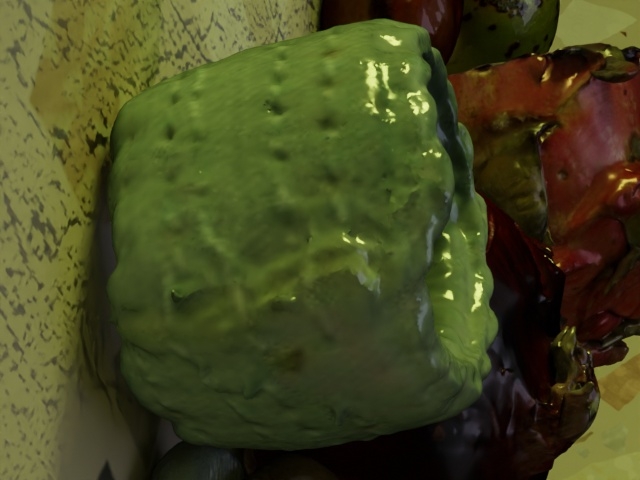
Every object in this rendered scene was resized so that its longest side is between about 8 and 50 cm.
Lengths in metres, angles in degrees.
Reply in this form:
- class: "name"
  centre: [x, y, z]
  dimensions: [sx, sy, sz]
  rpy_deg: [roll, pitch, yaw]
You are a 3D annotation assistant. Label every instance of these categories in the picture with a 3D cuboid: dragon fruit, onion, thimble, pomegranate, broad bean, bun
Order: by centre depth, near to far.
- class: "thimble"
  centre: [0.000, 0.000, 0.704]
  dimensions: [0.250, 0.172, 0.205]
  rpy_deg: [-54, 131, -71]
- class: "bun"
  centre: [-0.067, 0.142, 0.730]
  dimensions: [0.083, 0.045, 0.083]
  rpy_deg: [-8, 90, -73]
- class: "onion"
  centre: [0.076, 0.111, 0.948]
  dimensions: [0.314, 0.232, 0.314]
  rpy_deg: [-34, 129, -56]
- class: "dragon fruit"
  centre: [0.161, -0.002, 1.181]
  dimensions: [0.314, 0.296, 0.263]
  rpy_deg: [60, 20, -84]
- class: "broad bean"
  centre: [0.069, -0.215, 1.225]
  dimensions: [0.228, 0.122, 0.156]
  rpy_deg: [-69, 153, -53]
- class: "pomegranate"
  centre: [0.133, -0.239, 1.459]
  dimensions: [0.198, 0.246, 0.198]
  rpy_deg: [54, -21, 33]

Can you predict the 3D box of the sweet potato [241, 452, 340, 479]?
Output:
- class: "sweet potato"
  centre: [0.029, 0.181, 0.799]
  dimensions: [0.249, 0.069, 0.059]
  rpy_deg: [35, 21, -34]
